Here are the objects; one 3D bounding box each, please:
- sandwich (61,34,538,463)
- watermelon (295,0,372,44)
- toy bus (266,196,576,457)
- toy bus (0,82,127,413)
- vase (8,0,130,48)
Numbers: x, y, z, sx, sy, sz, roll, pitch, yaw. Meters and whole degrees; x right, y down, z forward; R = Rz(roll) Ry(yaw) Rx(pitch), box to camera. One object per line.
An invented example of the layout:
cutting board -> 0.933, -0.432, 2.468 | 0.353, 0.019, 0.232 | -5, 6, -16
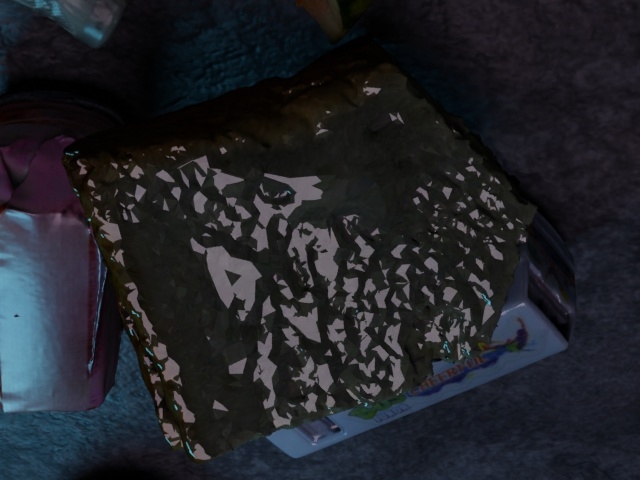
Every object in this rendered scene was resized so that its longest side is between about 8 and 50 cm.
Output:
sandwich -> 0.000, -0.001, 0.886 | 0.325, 0.131, 0.262 | -20, 109, -8
watermelon -> -0.035, -0.242, 0.750 | 0.159, 0.128, 0.303 | -29, 125, 29
toy bus -> 0.069, 0.088, 1.060 | 0.329, 0.136, 0.109 | -27, 127, 28
toy bus -> -0.234, 0.019, 1.017 | 0.127, 0.147, 0.303 | 4, 136, -8
vase -> -0.240, -0.215, 0.824 | 0.219, 0.096, 0.096 | 24, 132, -22
